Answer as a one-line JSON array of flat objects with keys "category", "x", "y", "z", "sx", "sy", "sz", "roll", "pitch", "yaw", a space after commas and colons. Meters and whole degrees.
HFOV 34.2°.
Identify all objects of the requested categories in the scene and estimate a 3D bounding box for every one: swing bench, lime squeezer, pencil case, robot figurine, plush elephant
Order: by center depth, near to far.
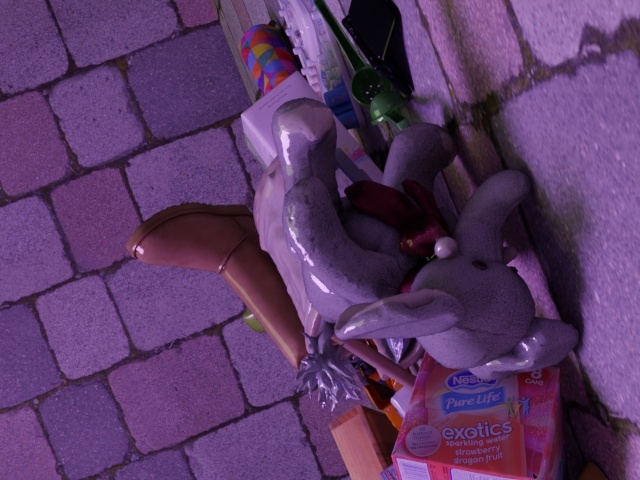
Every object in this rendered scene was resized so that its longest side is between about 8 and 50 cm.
[{"category": "plush elephant", "x": 0.106, "y": 0.022, "z": 1.024, "sx": 0.272, "sy": 0.255, "sz": 0.329, "roll": 14, "pitch": -97, "yaw": -48}, {"category": "lime squeezer", "x": 0.073, "y": -0.198, "z": 1.317, "sx": 0.310, "sy": 0.059, "sz": 0.110, "roll": -116, "pitch": 9, "yaw": -46}, {"category": "swing bench", "x": 0.046, "y": 0.045, "z": 1.332, "sx": 0.165, "sy": 0.255, "sz": 0.253, "roll": -57, "pitch": 36, "yaw": 26}, {"category": "robot figurine", "x": 0.076, "y": 0.154, "z": 1.584, "sx": 0.291, "sy": 0.085, "sz": 0.211, "roll": 59, "pitch": -176, "yaw": -32}, {"category": "pencil case", "x": -0.090, "y": -0.354, "z": 2.141, "sx": 0.104, "sy": 0.104, "sz": 0.236, "roll": 74, "pitch": 174, "yaw": -47}]

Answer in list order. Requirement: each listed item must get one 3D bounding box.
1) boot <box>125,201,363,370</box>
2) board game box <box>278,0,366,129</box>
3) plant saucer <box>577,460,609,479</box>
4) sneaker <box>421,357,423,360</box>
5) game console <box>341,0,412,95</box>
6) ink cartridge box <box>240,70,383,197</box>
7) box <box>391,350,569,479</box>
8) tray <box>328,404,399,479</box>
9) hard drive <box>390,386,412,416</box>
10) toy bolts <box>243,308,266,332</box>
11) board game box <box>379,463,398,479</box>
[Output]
[{"category": "boot", "x": -0.097, "y": 0.065, "z": 1.389, "sx": 0.269, "sy": 0.236, "sz": 0.089, "roll": 49, "pitch": 128, "yaw": 24}, {"category": "board game box", "x": -0.043, "y": -0.374, "z": 1.816, "sx": 0.390, "sy": 0.050, "sz": 0.389, "roll": -139, "pitch": 28, "yaw": -79}, {"category": "plant saucer", "x": 0.348, "y": 0.461, "z": 1.114, "sx": 0.333, "sy": 0.081, "sz": 0.332, "roll": -118, "pitch": 8, "yaw": -49}, {"category": "sneaker", "x": 0.176, "y": 0.139, "z": 1.576, "sx": 0.126, "sy": 0.091, "sz": 0.240, "roll": 53, "pitch": 178, "yaw": 23}, {"category": "game console", "x": 0.080, "y": -0.255, "z": 1.277, "sx": 0.107, "sy": 0.071, "sz": 0.122, "roll": 33, "pitch": -159, "yaw": -40}, {"category": "ink cartridge box", "x": 0.029, "y": -0.076, "z": 1.658, "sx": 0.353, "sy": 0.119, "sz": 0.207, "roll": 51, "pitch": 173, "yaw": 6}, {"category": "box", "x": 0.191, "y": 0.270, "z": 1.160, "sx": 0.300, "sy": 0.154, "sz": 0.142, "roll": 72, "pitch": -148, "yaw": -45}, {"category": "tray", "x": 0.178, "y": 0.424, "z": 1.836, "sx": 0.411, "sy": 0.076, "sz": 0.202, "roll": 29, "pitch": -150, "yaw": -55}, {"category": "hard drive", "x": 0.226, "y": 0.337, "z": 1.420, "sx": 0.307, "sy": 0.040, "sz": 0.203, "roll": 47, "pitch": 178, "yaw": 26}, {"category": "toy bolts", "x": 0.001, "y": 0.063, "z": 1.824, "sx": 0.218, "sy": 0.158, "sz": 0.228, "roll": 29, "pitch": -118, "yaw": -39}, {"category": "board game box", "x": 0.201, "y": 0.375, "z": 1.606, "sx": 0.060, "sy": 0.194, "sz": 0.194, "roll": -125, "pitch": 14, "yaw": -67}]
